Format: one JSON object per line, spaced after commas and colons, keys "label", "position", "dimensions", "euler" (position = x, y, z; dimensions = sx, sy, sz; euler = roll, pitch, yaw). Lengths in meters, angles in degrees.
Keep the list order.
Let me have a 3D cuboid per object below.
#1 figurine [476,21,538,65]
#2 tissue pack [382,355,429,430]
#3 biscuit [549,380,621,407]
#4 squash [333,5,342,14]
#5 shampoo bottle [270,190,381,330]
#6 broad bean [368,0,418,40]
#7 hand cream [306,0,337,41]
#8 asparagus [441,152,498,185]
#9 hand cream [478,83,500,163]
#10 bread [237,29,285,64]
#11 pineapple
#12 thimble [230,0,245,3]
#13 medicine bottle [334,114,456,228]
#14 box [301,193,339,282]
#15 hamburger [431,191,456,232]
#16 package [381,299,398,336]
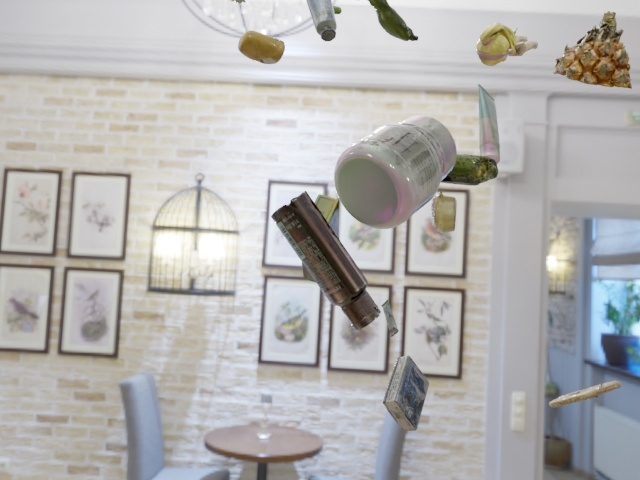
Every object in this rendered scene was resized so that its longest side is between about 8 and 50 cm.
{"label": "figurine", "position": [0.374, -0.398, 1.211], "dimensions": [0.187, 0.083, 0.083], "euler": [-19, 10, -37]}
{"label": "tissue pack", "position": [0.218, 0.384, 1.519], "dimensions": [0.051, 0.112, 0.156], "euler": [-20, 26, 35]}
{"label": "biscuit", "position": [0.785, 0.457, 1.794], "dimensions": [0.219, 0.033, 0.220], "euler": [-16, -18, -5]}
{"label": "squash", "position": [0.022, -0.710, 1.848], "dimensions": [0.089, 0.027, 0.027], "euler": [8, -5, -8]}
{"label": "shampoo bottle", "position": [0.018, 0.048, 1.351], "dimensions": [0.084, 0.323, 0.129], "euler": [-37, 3, -38]}
{"label": "broad bean", "position": [0.169, -0.587, 1.569], "dimensions": [0.213, 0.048, 0.070], "euler": [39, -35, -10]}
{"label": "hand cream", "position": [-0.001, -0.674, 1.704], "dimensions": [0.091, 0.271, 0.058], "euler": [-21, -29, 16]}
{"label": "asparagus", "position": [0.419, -0.236, 1.943], "dimensions": [0.381, 0.108, 0.128], "euler": [5, -11, -12]}
{"label": "hand cream", "position": [0.600, -0.411, 2.141], "dimensions": [0.111, 0.312, 0.070], "euler": [27, -33, -37]}
{"label": "bread", "position": [-0.144, -0.464, 1.473], "dimensions": [0.115, 0.056, 0.082], "euler": [9, -18, -34]}
{"label": "pineapple", "position": [0.654, -0.465, 1.466], "dimensions": [0.139, 0.164, 0.250], "euler": [-1, 37, -4]}
{"label": "thimble", "position": [-0.236, -0.688, 1.594], "dimensions": [0.090, 0.115, 0.102], "euler": [27, -32, 10]}
{"label": "medicine bottle", "position": [0.208, -0.193, 1.612], "dimensions": [0.241, 0.241, 0.302], "euler": [-1, 27, 44]}
{"label": "box", "position": [0.000, 0.000, 1.581], "dimensions": [0.064, 0.141, 0.220], "euler": [17, -31, 15]}
{"label": "hamburger", "position": [0.401, -0.093, 1.964], "dimensions": [0.081, 0.141, 0.126], "euler": [2, -21, 12]}
{"label": "package", "position": [0.207, 0.231, 1.800], "dimensions": [0.015, 0.110, 0.037], "euler": [12, -42, -34]}
